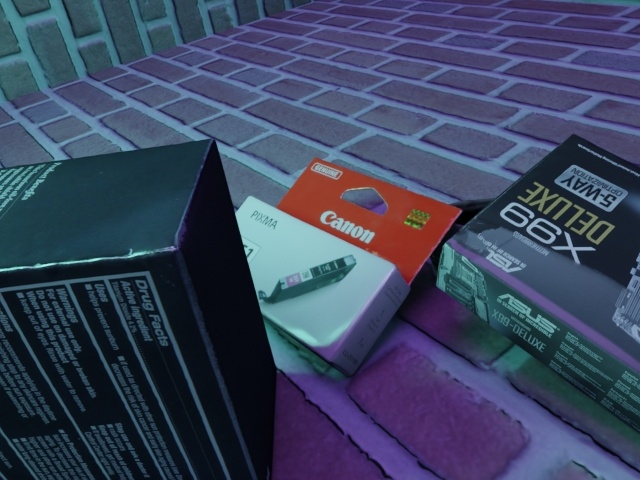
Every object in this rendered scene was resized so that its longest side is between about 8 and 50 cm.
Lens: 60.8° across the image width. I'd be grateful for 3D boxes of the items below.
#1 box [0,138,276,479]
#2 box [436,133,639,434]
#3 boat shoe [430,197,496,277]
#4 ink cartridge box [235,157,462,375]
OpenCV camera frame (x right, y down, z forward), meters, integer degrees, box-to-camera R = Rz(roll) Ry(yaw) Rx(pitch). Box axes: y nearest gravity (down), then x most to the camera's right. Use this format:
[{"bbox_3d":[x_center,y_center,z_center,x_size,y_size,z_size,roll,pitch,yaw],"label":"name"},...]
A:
[{"bbox_3d":[-0.207,0.094,0.481,0.293,0.296,0.183,-6,34,4],"label":"box"},{"bbox_3d":[0.310,0.043,0.537,0.242,0.077,0.307,-35,56,-25],"label":"box"},{"bbox_3d":[0.302,-0.019,0.688,0.335,0.096,0.112,-11,34,-1],"label":"boat shoe"},{"bbox_3d":[0.000,0.000,0.690,0.275,0.060,0.239,26,76,41],"label":"ink cartridge box"}]
